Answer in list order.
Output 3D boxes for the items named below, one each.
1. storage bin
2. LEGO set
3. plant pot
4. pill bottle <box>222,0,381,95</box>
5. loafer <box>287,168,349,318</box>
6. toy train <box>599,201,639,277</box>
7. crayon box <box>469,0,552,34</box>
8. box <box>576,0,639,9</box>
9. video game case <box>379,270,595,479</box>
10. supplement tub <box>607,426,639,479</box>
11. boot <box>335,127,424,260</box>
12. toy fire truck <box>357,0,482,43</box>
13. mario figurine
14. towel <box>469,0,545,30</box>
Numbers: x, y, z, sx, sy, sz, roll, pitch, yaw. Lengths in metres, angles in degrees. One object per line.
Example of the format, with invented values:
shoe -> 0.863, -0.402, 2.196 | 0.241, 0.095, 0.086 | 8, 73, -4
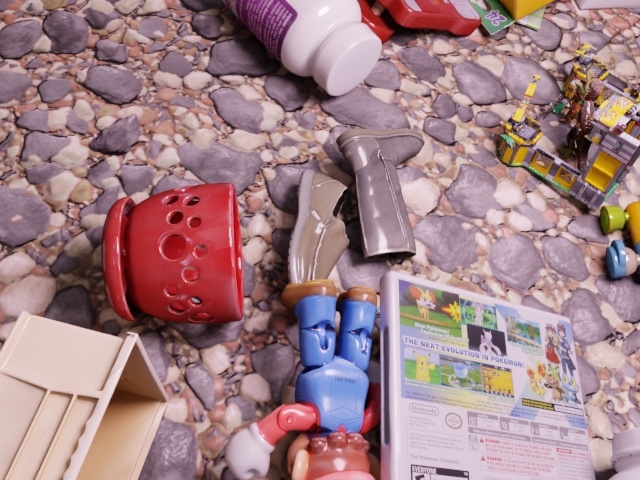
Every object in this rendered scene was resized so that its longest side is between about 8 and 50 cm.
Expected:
storage bin -> -0.283, 0.247, 0.670 | 0.123, 0.262, 0.260 | 16, 62, 2
LEGO set -> 0.473, -0.229, 1.042 | 0.331, 0.192, 0.255 | -32, 63, -20
plant pot -> -0.195, 0.019, 0.842 | 0.174, 0.191, 0.191 | -2, 63, -6
pill bottle -> -0.036, -0.399, 1.091 | 0.169, 0.169, 0.301 | -34, 72, -22
loafer -> 0.000, 0.000, 0.931 | 0.087, 0.094, 0.251 | 6, 62, 0
toy train -> 0.536, -0.047, 1.037 | 0.143, 0.105, 0.248 | -5, 57, 9
crayon box -> 0.424, -0.566, 1.209 | 0.323, 0.083, 0.203 | -29, 62, 4
box -> 0.619, -0.597, 1.308 | 0.181, 0.119, 0.181 | -6, 64, -11
video game case -> 0.223, 0.215, 0.823 | 0.329, 0.036, 0.300 | 15, 60, -23
supplement tub -> 0.449, 0.398, 0.706 | 0.235, 0.235, 0.325 | 12, 62, -2
boot -> 0.120, -0.075, 0.996 | 0.189, 0.076, 0.209 | -9, 69, -32
toy fire truck -> 0.155, -0.518, 1.201 | 0.254, 0.169, 0.302 | -10, 63, -39
mario figurine -> -0.008, 0.221, 0.802 | 0.198, 0.170, 0.321 | 1, 70, 7
towel -> 0.390, -0.496, 1.284 | 0.152, 0.023, 0.113 | 22, 64, 2
